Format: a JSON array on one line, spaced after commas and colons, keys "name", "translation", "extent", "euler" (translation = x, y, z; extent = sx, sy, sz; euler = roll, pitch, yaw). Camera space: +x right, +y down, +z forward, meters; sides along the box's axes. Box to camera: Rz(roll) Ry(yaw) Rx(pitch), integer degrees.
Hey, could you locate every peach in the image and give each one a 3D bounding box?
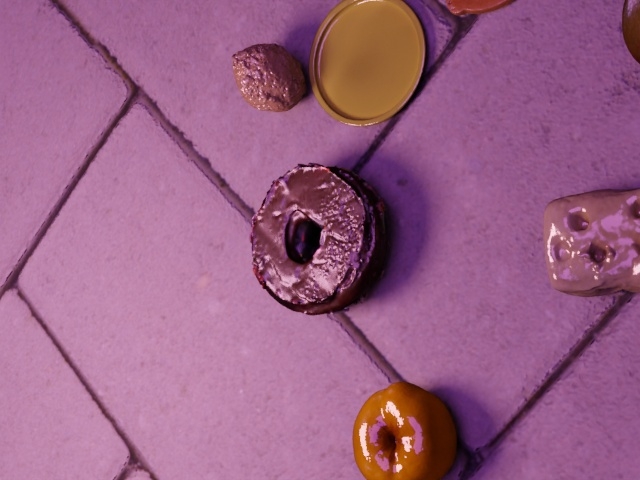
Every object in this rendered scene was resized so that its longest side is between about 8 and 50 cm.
[{"name": "peach", "translation": [0.130, 0.313, 1.965], "extent": [0.179, 0.103, 0.179], "euler": [-2, 87, 31]}]

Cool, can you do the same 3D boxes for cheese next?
[{"name": "cheese", "translation": [0.449, -0.001, 1.787], "extent": [0.263, 0.093, 0.159], "euler": [-7, 83, 33]}]

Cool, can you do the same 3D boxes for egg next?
[{"name": "egg", "translation": [-0.092, -0.286, 2.162], "extent": [0.140, 0.118, 0.116], "euler": [35, 109, -2]}]

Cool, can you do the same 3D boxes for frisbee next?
[{"name": "frisbee", "translation": [0.079, -0.310, 2.110], "extent": [0.236, 0.017, 0.236], "euler": [-3, 84, 33]}]

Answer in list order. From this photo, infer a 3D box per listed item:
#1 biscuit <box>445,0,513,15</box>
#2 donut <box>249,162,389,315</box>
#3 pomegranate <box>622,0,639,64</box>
[{"name": "biscuit", "translation": [0.264, -0.425, 1.993], "extent": [0.140, 0.023, 0.118], "euler": [2, 86, 35]}, {"name": "donut", "translation": [0.000, 0.000, 2.084], "extent": [0.269, 0.103, 0.270], "euler": [-6, 80, 34]}, {"name": "pomegranate", "translation": [0.569, -0.331, 1.637], "extent": [0.291, 0.291, 0.323], "euler": [41, 99, 30]}]
